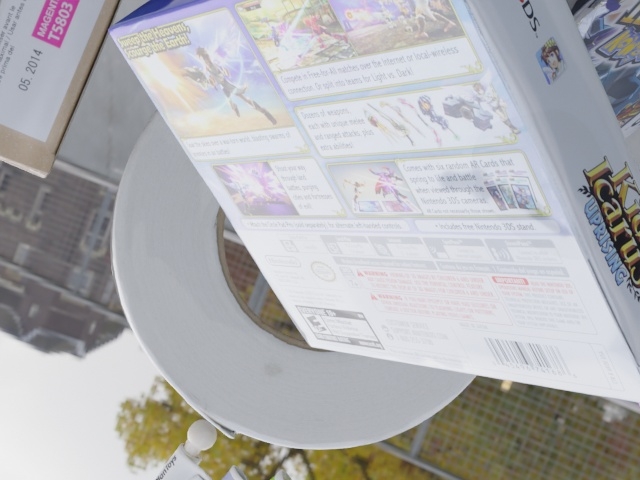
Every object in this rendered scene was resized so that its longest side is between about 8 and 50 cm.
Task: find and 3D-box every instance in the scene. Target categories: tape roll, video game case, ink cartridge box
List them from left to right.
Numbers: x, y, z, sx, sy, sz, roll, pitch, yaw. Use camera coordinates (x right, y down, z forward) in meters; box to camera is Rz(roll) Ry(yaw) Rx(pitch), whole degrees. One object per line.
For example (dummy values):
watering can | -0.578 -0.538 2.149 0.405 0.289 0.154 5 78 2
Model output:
ink cartridge box | -0.232 -0.188 0.906 0.088 0.235 0.193 23 -175 -17
tape roll | 0.000 0.000 0.975 0.392 0.392 0.072 21 174 -12
video game case | 0.034 -0.039 0.546 0.269 0.061 0.244 2 130 52
video game case | 0.224 -0.136 0.828 0.275 0.248 0.035 -6 -118 -45

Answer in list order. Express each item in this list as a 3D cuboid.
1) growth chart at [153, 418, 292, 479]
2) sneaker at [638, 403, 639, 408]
growth chart | -0.035 0.199 0.501 0.021 0.172 0.237 20 -163 -48
sneaker | 0.366 0.089 1.203 0.102 0.282 0.161 -12 -170 -24
